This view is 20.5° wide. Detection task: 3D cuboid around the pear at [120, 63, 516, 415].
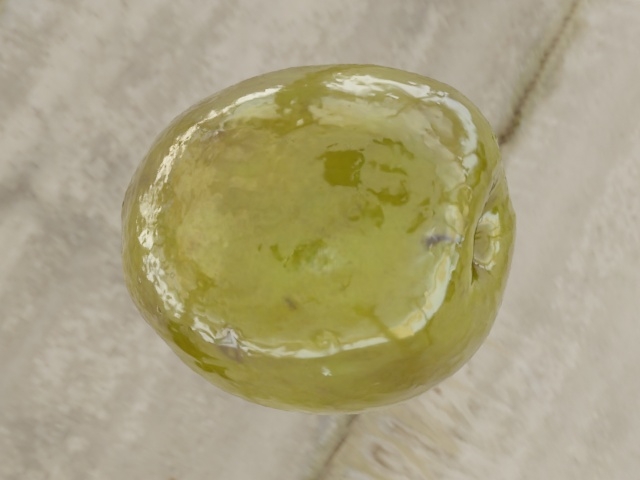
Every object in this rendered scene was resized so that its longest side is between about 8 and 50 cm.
[{"bbox_3d":[0.000,0.000,0.723,0.162,0.149,0.149,-6,-108,25],"label":"pear"}]
